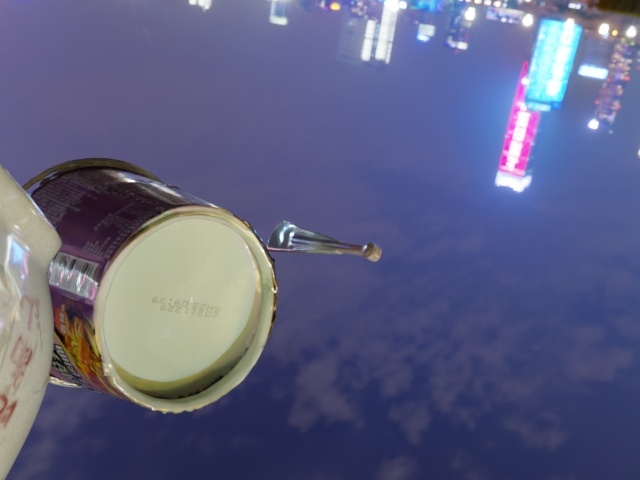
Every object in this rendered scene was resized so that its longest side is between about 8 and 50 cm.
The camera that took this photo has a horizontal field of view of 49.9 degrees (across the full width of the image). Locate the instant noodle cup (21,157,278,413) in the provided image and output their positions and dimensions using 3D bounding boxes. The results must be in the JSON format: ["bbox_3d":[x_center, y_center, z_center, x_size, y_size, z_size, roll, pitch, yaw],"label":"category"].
[{"bbox_3d":[-0.227,0.064,0.897,0.340,0.339,0.266,-11,-165,-42],"label":"instant noodle cup"}]

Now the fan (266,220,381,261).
[{"bbox_3d":[0.000,0.000,1.000,0.023,0.057,0.282,39,162,-29],"label":"fan"}]

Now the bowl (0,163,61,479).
[{"bbox_3d":[-0.327,0.000,0.501,0.435,0.434,0.196,28,-116,40],"label":"bowl"}]
